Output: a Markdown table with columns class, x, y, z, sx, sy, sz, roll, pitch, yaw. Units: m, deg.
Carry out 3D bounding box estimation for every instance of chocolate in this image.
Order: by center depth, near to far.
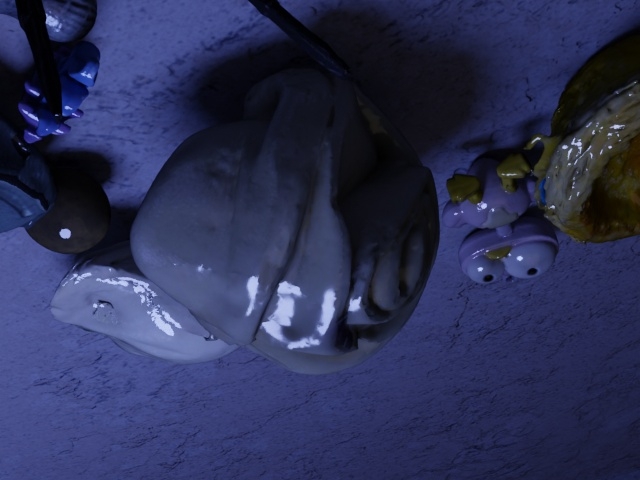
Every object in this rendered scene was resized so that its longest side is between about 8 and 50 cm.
| class | x | y | z | sx | sy | sz | roll | pitch | yaw |
| --- | --- | --- | --- | --- | --- | --- | --- | --- | --- |
| chocolate | -0.281 | -0.237 | 1.004 | 0.072 | 0.072 | 0.167 | -36 | 147 | 25 |

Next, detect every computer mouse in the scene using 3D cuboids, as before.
| class | x | y | z | sx | sy | sz | roll | pitch | yaw |
| --- | --- | --- | --- | --- | --- | --- | --- | --- | --- |
| computer mouse | -0.427 | -0.095 | 1.092 | 0.203 | 0.114 | 0.374 | -20 | 160 | 20 |

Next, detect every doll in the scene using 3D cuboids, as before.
| class | x | y | z | sx | sy | sz | roll | pitch | yaw |
| --- | --- | --- | --- | --- | --- | --- | --- | --- | --- |
| doll | -0.264 | -0.152 | 1.088 | 0.067 | 0.110 | 0.206 | 32 | 164 | -23 |
| doll | 0.269 | -0.023 | 1.603 | 0.160 | 0.094 | 0.365 | -19 | 148 | 6 |

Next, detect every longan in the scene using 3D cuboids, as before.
| class | x | y | z | sx | sy | sz | roll | pitch | yaw |
| --- | --- | --- | --- | --- | --- | --- | --- | --- | --- |
| longan | -0.307 | -0.041 | 1.276 | 0.106 | 0.106 | 0.119 | -27 | 108 | 13 |

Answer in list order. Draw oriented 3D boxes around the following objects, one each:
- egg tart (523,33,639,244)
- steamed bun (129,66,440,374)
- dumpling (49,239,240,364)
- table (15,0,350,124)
| class | x | y | z | sx | sy | sz | roll | pitch | yaw |
| --- | --- | --- | --- | --- | --- | --- | --- | --- | --- |
| egg tart | 0.442 | -0.153 | 1.429 | 0.387 | 0.169 | 0.388 | -17 | 149 | -10 |
| steamed bun | 0.000 | 0.000 | 1.256 | 0.342 | 0.255 | 0.368 | -53 | 146 | -11 |
| dumpling | -0.203 | 0.095 | 1.465 | 0.341 | 0.181 | 0.260 | -21 | 166 | -43 |
| table | -0.123 | -0.257 | 0.834 | 0.317 | 0.249 | 0.317 | -25 | 146 | -18 |
